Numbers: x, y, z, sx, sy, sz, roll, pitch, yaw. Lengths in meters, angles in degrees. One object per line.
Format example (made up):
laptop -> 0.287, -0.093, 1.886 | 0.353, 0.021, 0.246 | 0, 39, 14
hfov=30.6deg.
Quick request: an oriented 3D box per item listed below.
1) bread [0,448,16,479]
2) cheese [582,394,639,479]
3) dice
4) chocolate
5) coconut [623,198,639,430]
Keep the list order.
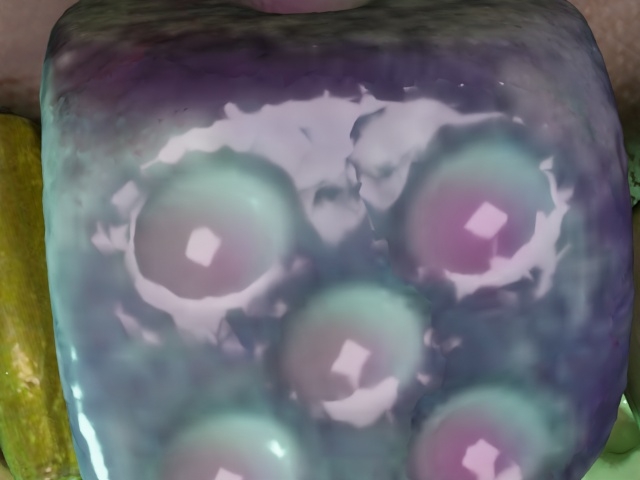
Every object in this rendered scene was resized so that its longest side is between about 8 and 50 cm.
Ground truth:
bread -> -0.175, 0.131, 0.729 | 0.264, 0.168, 0.163 | 12, 109, -16
cheese -> 0.253, 0.162, 0.819 | 0.174, 0.251, 0.248 | -55, 146, 0
dice -> 0.000, 0.000, 0.639 | 0.270, 0.270, 0.271 | -5, 112, -6
chocolate -> -0.172, 0.036, 0.671 | 0.085, 0.085, 0.219 | -19, 73, -1
coconut -> 0.249, 0.037, 0.612 | 0.204, 0.236, 0.236 | -24, 114, 16
